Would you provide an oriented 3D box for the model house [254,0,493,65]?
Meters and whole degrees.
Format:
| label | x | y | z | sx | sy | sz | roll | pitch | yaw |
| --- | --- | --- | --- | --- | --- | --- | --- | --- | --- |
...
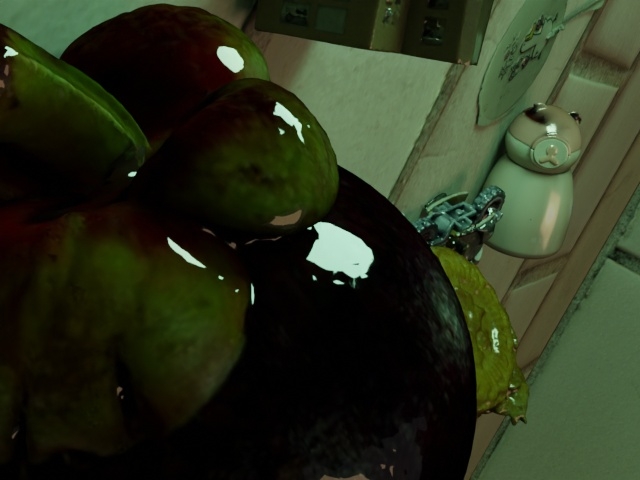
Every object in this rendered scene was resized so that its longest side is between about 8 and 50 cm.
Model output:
| label | x | y | z | sx | sy | sz | roll | pitch | yaw |
| --- | --- | --- | --- | --- | --- | --- | --- | --- | --- |
| model house | 0.070 | -0.268 | 0.813 | 0.181 | 0.176 | 0.248 | -14 | 116 | -61 |

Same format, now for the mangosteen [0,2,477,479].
| label | x | y | z | sx | sy | sz | roll | pitch | yaw |
| --- | --- | --- | --- | --- | --- | --- | --- | --- | --- |
| mangosteen | -0.105 | 0.062 | 0.642 | 0.382 | 0.382 | 0.435 | -42 | 115 | -37 |

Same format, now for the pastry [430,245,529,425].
| label | x | y | z | sx | sy | sz | roll | pitch | yaw |
| --- | --- | --- | --- | --- | --- | --- | --- | --- | --- |
| pastry | 0.147 | 0.121 | 1.361 | 0.132 | 0.240 | 0.235 | -25 | 148 | 37 |

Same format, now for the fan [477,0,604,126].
| label | x | y | z | sx | sy | sz | roll | pitch | yaw |
| --- | --- | --- | --- | --- | --- | --- | --- | --- | --- |
| fan | 0.341 | -0.305 | 1.543 | 0.415 | 0.012 | 0.233 | -37 | 152 | -42 |

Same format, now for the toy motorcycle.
| label | x | y | z | sx | sy | sz | roll | pitch | yaw |
| --- | --- | --- | --- | --- | --- | --- | --- | --- | --- |
| toy motorcycle | 0.183 | 0.001 | 1.512 | 0.229 | 0.094 | 0.130 | -23 | 146 | -41 |

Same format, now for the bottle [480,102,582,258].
| label | x | y | z | sx | sy | sz | roll | pitch | yaw |
| --- | --- | --- | --- | --- | --- | --- | --- | --- | --- |
| bottle | 0.332 | -0.102 | 1.641 | 0.147 | 0.147 | 0.236 | -31 | 140 | -50 |

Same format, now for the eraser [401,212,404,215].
| label | x | y | z | sx | sy | sz | roll | pitch | yaw |
| --- | --- | --- | --- | --- | --- | --- | --- | --- | --- |
| eraser | 0.031 | 0.073 | 1.198 | 0.124 | 0.068 | 0.210 | 90 | 24 | -57 |
